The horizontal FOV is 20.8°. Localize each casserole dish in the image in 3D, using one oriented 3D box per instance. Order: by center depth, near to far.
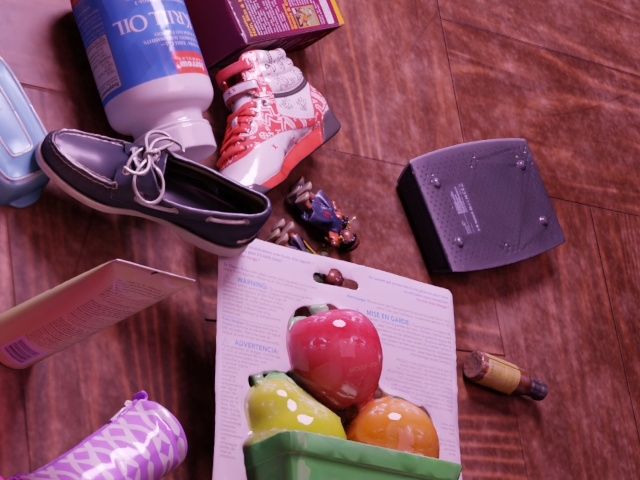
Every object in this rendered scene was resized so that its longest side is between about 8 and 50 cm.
[{"bbox_3d":[-0.343,-0.125,1.830,0.114,0.037,0.188,-31,91,-48],"label":"casserole dish"}]

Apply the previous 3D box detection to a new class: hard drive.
[{"bbox_3d":[0.211,-0.043,2.312,0.254,0.054,0.172,-13,79,-47],"label":"hard drive"}]

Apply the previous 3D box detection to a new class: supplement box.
[{"bbox_3d":[-0.073,-0.283,2.140,0.188,0.081,0.104,-18,83,-48],"label":"supplement box"}]

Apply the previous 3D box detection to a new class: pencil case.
[{"bbox_3d":[-0.221,0.228,1.729,0.206,0.086,0.088,-34,102,-48],"label":"pencil case"}]

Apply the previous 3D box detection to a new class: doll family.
[{"bbox_3d":[0.000,0.000,2.073,0.111,0.076,0.193,41,43,-15],"label":"doll family"}]

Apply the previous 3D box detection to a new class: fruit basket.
[{"bbox_3d":[0.016,0.187,1.922,0.327,0.165,0.353,14,56,-31],"label":"fruit basket"}]

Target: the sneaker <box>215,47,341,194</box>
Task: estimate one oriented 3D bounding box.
[{"bbox_3d":[-0.088,-0.130,2.043,0.145,0.090,0.270,54,39,-7],"label":"sneaker"}]

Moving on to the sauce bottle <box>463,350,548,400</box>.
[{"bbox_3d":[0.239,0.177,2.236,0.128,0.042,0.042,25,54,-33],"label":"sauce bottle"}]

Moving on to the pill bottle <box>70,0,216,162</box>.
[{"bbox_3d":[-0.191,-0.191,1.947,0.124,0.124,0.222,-10,76,-46],"label":"pill bottle"}]

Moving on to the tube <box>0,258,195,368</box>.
[{"bbox_3d":[-0.230,0.064,1.690,0.070,0.240,0.062,-40,101,-46],"label":"tube"}]

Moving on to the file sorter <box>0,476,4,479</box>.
[{"bbox_3d":[-0.399,0.252,1.460,0.291,0.202,0.182,48,46,-15],"label":"file sorter"}]

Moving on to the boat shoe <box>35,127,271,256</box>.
[{"bbox_3d":[-0.174,-0.062,1.843,0.254,0.079,0.095,27,46,-13],"label":"boat shoe"}]
